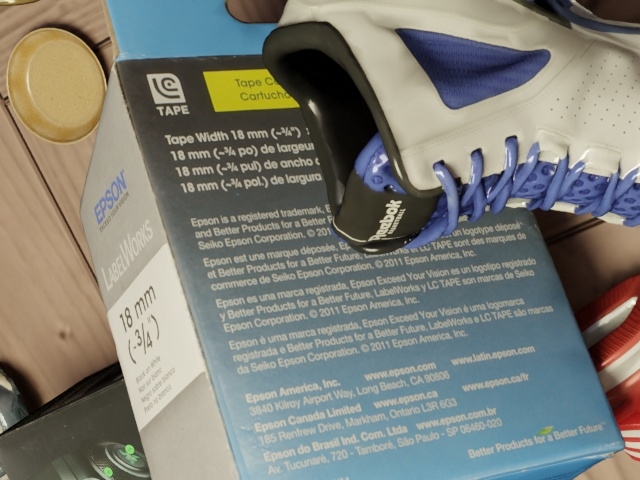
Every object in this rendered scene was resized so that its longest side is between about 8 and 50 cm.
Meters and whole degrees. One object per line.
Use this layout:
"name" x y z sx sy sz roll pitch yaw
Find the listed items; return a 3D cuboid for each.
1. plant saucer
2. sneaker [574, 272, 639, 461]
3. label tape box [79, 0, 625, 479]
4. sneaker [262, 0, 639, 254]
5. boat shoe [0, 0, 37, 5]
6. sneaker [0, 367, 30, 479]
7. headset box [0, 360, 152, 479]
"plant saucer" -0.184 -0.110 1.045 0.083 0.015 0.083 7 108 22
"sneaker" 0.256 0.053 0.883 0.221 0.087 0.128 -33 117 19
"label tape box" 0.000 0.000 0.847 0.106 0.241 0.333 -45 57 52
"sneaker" 0.096 -0.051 0.786 0.315 0.182 0.127 31 154 -1
"boat shoe" -0.266 -0.194 1.038 0.152 0.056 0.049 6 103 12
"sneaker" -0.348 0.173 1.142 0.283 0.122 0.110 -15 100 27
"headset box" -0.052 0.181 1.010 0.283 0.131 0.246 -27 94 28
